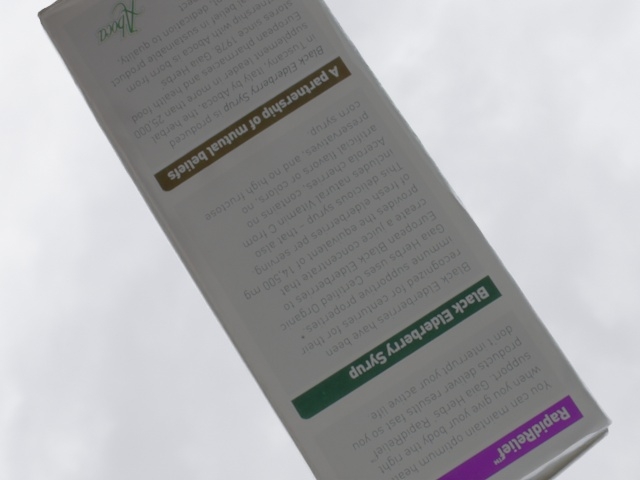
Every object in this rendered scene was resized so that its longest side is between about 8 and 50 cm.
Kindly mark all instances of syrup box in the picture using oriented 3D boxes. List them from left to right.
[{"bbox_3d":[0.000,0.000,0.433,0.096,0.093,0.237,-32,-104,-1],"label":"syrup box"}]
